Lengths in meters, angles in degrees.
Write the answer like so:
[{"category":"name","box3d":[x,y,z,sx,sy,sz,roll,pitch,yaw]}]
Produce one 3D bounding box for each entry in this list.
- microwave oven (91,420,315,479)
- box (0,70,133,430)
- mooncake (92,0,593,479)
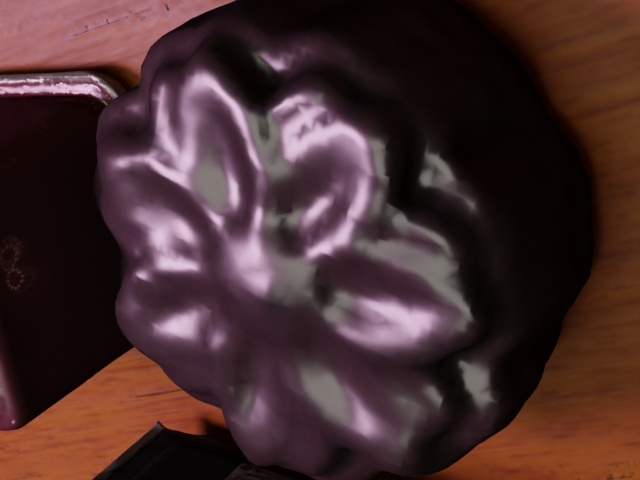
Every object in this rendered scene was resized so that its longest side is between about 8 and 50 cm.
[{"category":"microwave oven","box3d":[-0.011,0.266,0.978,0.295,0.181,0.237,14,118,25]},{"category":"box","box3d":[-0.249,0.012,1.000,0.294,0.167,0.193,0,116,32]},{"category":"mooncake","box3d":[0.000,0.000,0.859,0.283,0.141,0.283,15,120,27]}]
